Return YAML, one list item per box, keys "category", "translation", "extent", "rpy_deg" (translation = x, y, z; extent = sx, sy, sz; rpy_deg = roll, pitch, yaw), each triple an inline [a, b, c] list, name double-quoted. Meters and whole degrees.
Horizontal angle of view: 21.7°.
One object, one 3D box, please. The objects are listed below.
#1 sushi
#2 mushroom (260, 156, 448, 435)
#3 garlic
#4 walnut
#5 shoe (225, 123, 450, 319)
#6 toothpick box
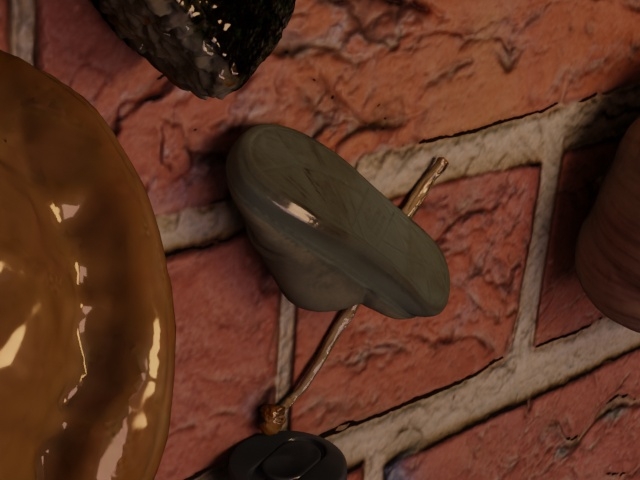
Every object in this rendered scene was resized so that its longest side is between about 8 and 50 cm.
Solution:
- category: "sushi"
  translation: [-0.098, -0.193, 1.088]
  extent: [0.126, 0.136, 0.225]
  rpy_deg: [-54, 146, -7]
- category: "mushroom"
  translation: [0.031, 0.047, 1.435]
  extent: [0.026, 0.028, 0.286]
  rpy_deg: [36, 79, -6]
- category: "garlic"
  translation: [0.405, -0.029, 1.602]
  extent: [0.317, 0.259, 0.317]
  rpy_deg: [-18, 118, -40]
- category: "walnut"
  translation: [-0.265, 0.088, 0.930]
  extent: [0.383, 0.383, 0.383]
  rpy_deg: [-23, 126, -37]
- category: "shoe"
  translation: [0.000, 0.000, 1.331]
  extent: [0.100, 0.103, 0.251]
  rpy_deg: [-32, 134, 30]
- category: "toothpick box"
  translation: [-0.029, 0.252, 1.415]
  extent: [0.101, 0.101, 0.153]
  rpy_deg: [-22, 125, -38]
